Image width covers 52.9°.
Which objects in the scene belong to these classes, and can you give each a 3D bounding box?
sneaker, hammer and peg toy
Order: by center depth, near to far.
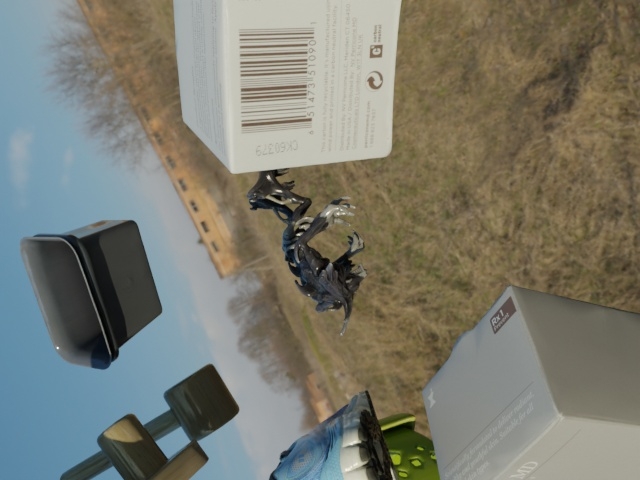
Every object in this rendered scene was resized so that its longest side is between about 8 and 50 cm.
[{"bbox_3d":[0.005,0.132,0.392,0.162,0.073,0.063,59,-168,-73],"label":"sneaker"},{"bbox_3d":[-0.210,0.264,0.543,0.127,0.266,0.361,52,-149,4],"label":"hammer and peg toy"}]

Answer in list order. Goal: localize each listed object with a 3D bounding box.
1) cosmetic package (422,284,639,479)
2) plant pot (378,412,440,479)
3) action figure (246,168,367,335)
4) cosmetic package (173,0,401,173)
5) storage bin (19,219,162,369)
[{"bbox_3d":[0.204,0.122,0.432,0.107,0.238,0.127,-100,26,-45],"label":"cosmetic package"},{"bbox_3d":[0.124,0.481,1.241,0.207,0.228,0.227,-128,32,-47],"label":"plant pot"},{"bbox_3d":[0.000,0.000,0.978,0.276,0.141,0.164,55,167,23],"label":"action figure"},{"bbox_3d":[-0.039,-0.164,0.586,0.184,0.151,0.151,-134,40,-55],"label":"cosmetic package"},{"bbox_3d":[-0.222,0.044,0.637,0.091,0.098,0.135,-35,-60,-52],"label":"storage bin"}]
